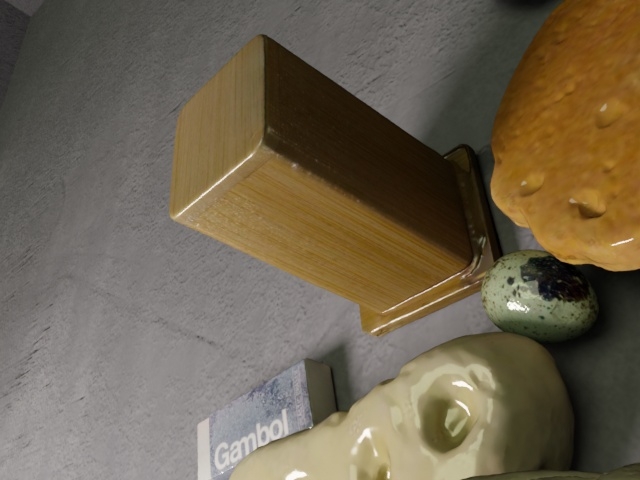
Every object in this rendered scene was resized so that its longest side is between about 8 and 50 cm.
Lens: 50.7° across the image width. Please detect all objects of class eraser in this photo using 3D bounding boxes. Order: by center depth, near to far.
[{"bbox_3d":[-0.071,0.232,0.836,0.212,0.046,0.091,-35,45,29],"label":"eraser"}]

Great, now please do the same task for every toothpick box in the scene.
[{"bbox_3d":[0.015,-0.051,0.708,0.190,0.308,0.187,-31,47,35],"label":"toothpick box"}]

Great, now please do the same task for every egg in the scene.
[{"bbox_3d":[0.198,0.052,0.615,0.110,0.085,0.085,21,84,56],"label":"egg"}]

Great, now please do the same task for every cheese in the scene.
[{"bbox_3d":[0.044,0.233,0.638,0.328,0.130,0.350,8,74,49],"label":"cheese"}]

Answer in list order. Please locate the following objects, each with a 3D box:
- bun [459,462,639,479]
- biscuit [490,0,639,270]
[{"bbox_3d":[0.154,0.241,0.358,0.360,0.360,0.211,-35,30,30],"label":"bun"},{"bbox_3d":[0.276,-0.126,0.575,0.312,0.057,0.351,-56,24,16],"label":"biscuit"}]
